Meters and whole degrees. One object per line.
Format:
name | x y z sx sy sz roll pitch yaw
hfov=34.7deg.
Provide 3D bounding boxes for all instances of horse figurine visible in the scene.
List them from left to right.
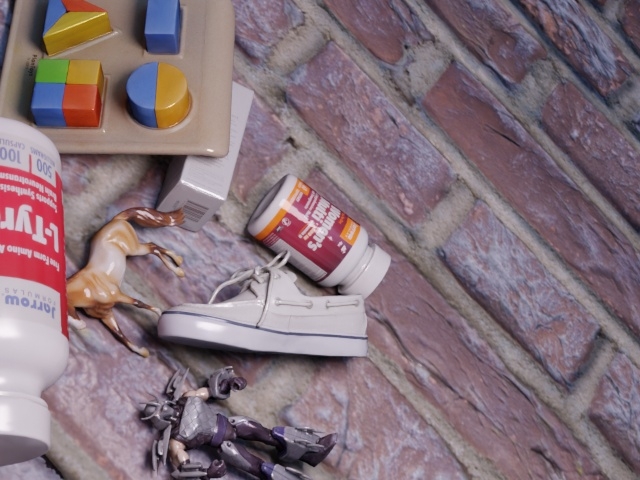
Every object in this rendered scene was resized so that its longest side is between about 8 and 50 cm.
horse figurine | -0.288 0.045 1.498 0.174 0.066 0.263 33 54 -23

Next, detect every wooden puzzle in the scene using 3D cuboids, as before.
wooden puzzle | -0.308 -0.278 1.572 0.348 0.080 0.322 3 59 -6

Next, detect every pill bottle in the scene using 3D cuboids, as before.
pill bottle | -0.433 0.066 1.280 0.229 0.229 0.407 6 62 -31
pill bottle | 0.000 0.000 1.679 0.221 0.121 0.121 36 51 -12

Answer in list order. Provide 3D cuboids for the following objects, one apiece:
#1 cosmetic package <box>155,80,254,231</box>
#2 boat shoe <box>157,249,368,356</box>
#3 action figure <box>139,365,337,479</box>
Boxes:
cosmetic package | -0.185 -0.142 1.636 0.086 0.117 0.231 23 53 -20
boat shoe | -0.074 0.092 1.545 0.367 0.136 0.156 8 80 -34
action figure | -0.127 0.278 1.460 0.285 0.099 0.185 25 59 -17
